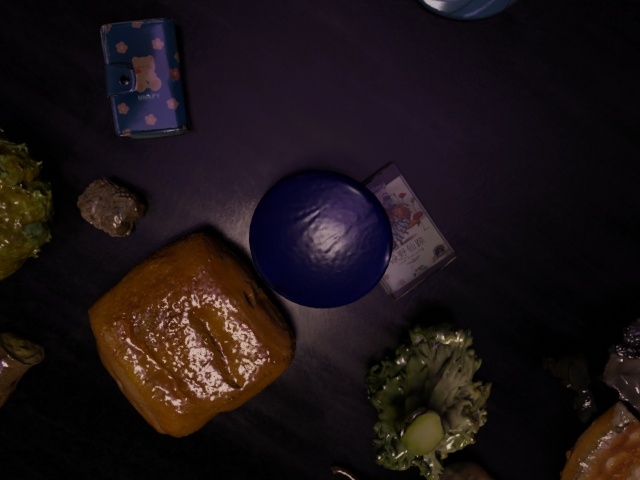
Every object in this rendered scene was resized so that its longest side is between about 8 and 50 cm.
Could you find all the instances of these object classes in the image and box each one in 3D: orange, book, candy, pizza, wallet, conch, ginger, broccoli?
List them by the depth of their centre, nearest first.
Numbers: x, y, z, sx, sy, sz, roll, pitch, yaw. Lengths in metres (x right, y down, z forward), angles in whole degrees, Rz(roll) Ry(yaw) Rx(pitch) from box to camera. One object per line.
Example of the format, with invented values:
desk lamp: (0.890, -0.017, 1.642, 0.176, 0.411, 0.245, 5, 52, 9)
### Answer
orange: (-0.615, -0.055, 0.951, 0.301, 0.223, 0.300, -6, 105, -1)
wallet: (-0.318, -0.288, 0.997, 0.141, 0.059, 0.202, -5, 100, 2)
conch: (0.673, 0.228, 1.018, 0.186, 0.313, 0.240, 6, 60, -36)
broccoli: (0.203, 0.308, 1.019, 0.248, 0.245, 0.288, -10, 101, 7)
candy: (-0.387, -0.058, 1.030, 0.110, 0.085, 0.095, 36, 89, 4)
ginger: (-0.664, 0.287, 1.068, 0.263, 0.116, 0.109, -39, 139, 1)
book: (0.141, -0.014, 1.073, 0.157, 0.026, 0.231, -35, 99, 4)
pizza: (0.598, 0.475, 1.135, 0.226, 0.086, 0.335, 1, 110, -13)

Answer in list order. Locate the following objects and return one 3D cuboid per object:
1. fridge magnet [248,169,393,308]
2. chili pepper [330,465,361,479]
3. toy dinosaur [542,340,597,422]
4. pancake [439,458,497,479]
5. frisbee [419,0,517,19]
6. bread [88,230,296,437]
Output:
fridge magnet: (0.000, 0.000, 1.016, 0.266, 0.112, 0.265, 3, 107, 8)
chili pepper: (0.166, 0.594, 1.129, 0.135, 0.131, 0.338, -31, 97, -6)
toy dinosaur: (0.505, 0.274, 1.055, 0.087, 0.179, 0.187, -36, 101, 6)
pancake: (0.284, 0.588, 1.097, 0.295, 0.049, 0.294, 4, 82, -31)
frisbee: (0.266, -0.542, 0.971, 0.290, 0.049, 0.289, 0, 100, -2)
bread: (-0.251, 0.178, 1.035, 0.337, 0.148, 0.328, -32, 99, 3)
